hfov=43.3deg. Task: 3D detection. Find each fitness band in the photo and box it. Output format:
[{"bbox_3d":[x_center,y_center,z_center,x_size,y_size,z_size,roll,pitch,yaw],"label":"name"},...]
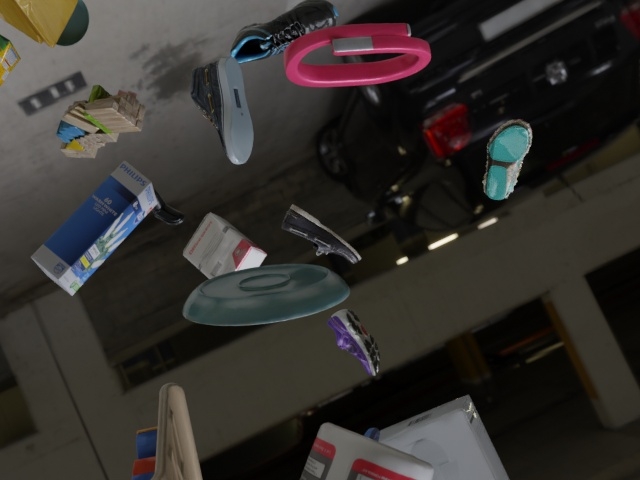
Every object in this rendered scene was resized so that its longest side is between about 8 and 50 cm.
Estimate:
[{"bbox_3d":[0.072,-0.359,1.580,0.290,0.054,0.209,-5,173,-15],"label":"fitness band"}]

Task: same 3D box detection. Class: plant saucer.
[{"bbox_3d":[-0.569,-0.495,1.807,0.119,0.119,0.021,-26,-177,13],"label":"plant saucer"},{"bbox_3d":[-0.104,0.093,1.517,0.317,0.044,0.317,-7,-169,1],"label":"plant saucer"}]

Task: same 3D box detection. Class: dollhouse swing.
[{"bbox_3d":[-0.611,-0.652,1.675,0.305,0.346,0.315,-48,146,-14],"label":"dollhouse swing"}]

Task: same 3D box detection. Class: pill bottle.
[{"bbox_3d":[0.026,0.434,1.127,0.176,0.176,0.319,133,-21,-79],"label":"pill bottle"}]

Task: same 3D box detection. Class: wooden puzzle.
[{"bbox_3d":[-0.255,0.455,1.351,0.080,0.322,0.348,-9,-163,-2],"label":"wooden puzzle"}]

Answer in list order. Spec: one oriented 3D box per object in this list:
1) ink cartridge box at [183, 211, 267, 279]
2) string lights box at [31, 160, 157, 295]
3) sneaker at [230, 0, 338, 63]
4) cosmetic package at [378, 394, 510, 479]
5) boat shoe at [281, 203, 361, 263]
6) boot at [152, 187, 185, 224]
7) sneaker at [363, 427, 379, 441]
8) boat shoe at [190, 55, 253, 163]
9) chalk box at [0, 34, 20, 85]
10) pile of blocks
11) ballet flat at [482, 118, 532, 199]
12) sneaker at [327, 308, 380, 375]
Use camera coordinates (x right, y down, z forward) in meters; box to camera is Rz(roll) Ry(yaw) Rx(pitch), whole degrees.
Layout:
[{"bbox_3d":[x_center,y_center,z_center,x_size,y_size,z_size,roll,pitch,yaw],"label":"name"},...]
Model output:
[{"bbox_3d":[-0.287,0.040,2.395,0.159,0.218,0.092,-56,145,5],"label":"ink cartridge box"},{"bbox_3d":[-0.444,-0.024,1.605,0.260,0.076,0.133,-50,174,-16],"label":"string lights box"},{"bbox_3d":[-0.106,-0.586,2.324,0.340,0.125,0.140,-16,-151,26],"label":"sneaker"},{"bbox_3d":[0.257,0.483,1.715,0.224,0.225,0.138,-26,175,16],"label":"cosmetic package"},{"bbox_3d":[0.000,0.000,1.829,0.065,0.206,0.075,-55,-162,-4],"label":"boat shoe"},{"bbox_3d":[-0.423,-0.095,2.140,0.121,0.099,0.045,18,-122,36],"label":"boot"},{"bbox_3d":[0.053,0.383,1.428,0.144,0.059,0.053,-58,158,15],"label":"sneaker"},{"bbox_3d":[-0.170,-0.216,1.378,0.083,0.183,0.065,-8,177,32],"label":"boat shoe"},{"bbox_3d":[-0.860,-0.466,1.940,0.132,0.213,0.132,-58,-175,-10],"label":"chalk box"},{"bbox_3d":[-0.548,-0.305,1.948,0.149,0.113,0.362,25,155,-33],"label":"pile of blocks"},{"bbox_3d":[0.401,-0.188,1.748,0.241,0.091,0.077,98,11,-52],"label":"ballet flat"},{"bbox_3d":[0.075,0.229,1.798,0.071,0.170,0.068,-28,-169,25],"label":"sneaker"}]
